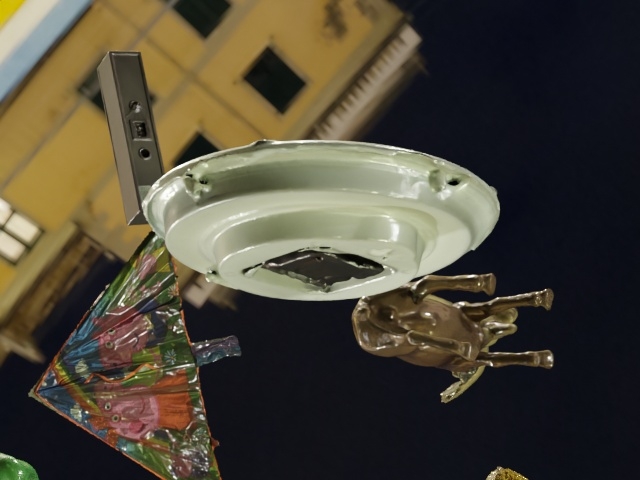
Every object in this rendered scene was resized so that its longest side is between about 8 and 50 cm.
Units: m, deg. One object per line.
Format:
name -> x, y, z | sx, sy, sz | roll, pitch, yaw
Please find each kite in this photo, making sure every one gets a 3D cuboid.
kite -> -0.180, 0.138, 1.399 | 0.016, 0.234, 0.321 | -23, -102, 58

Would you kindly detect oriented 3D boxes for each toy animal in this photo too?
toy animal -> 0.102, 0.072, 1.120 | 0.186, 0.214, 0.093 | -14, -111, 44

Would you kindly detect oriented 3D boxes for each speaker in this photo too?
speaker -> -0.204, -0.113, 1.517 | 0.046, 0.040, 0.191 | -41, -123, 56

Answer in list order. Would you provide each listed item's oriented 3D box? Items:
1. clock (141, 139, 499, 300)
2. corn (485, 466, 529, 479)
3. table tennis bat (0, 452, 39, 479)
clock -> 0.000, 0.000, 0.918 | 0.236, 0.236, 0.053 | -11, -113, 33
corn -> 0.162, 0.204, 1.047 | 0.037, 0.092, 0.037 | -50, -170, 12
table tennis bat -> -0.279, 0.142, 0.929 | 0.257, 0.039, 0.160 | 8, -76, 40
